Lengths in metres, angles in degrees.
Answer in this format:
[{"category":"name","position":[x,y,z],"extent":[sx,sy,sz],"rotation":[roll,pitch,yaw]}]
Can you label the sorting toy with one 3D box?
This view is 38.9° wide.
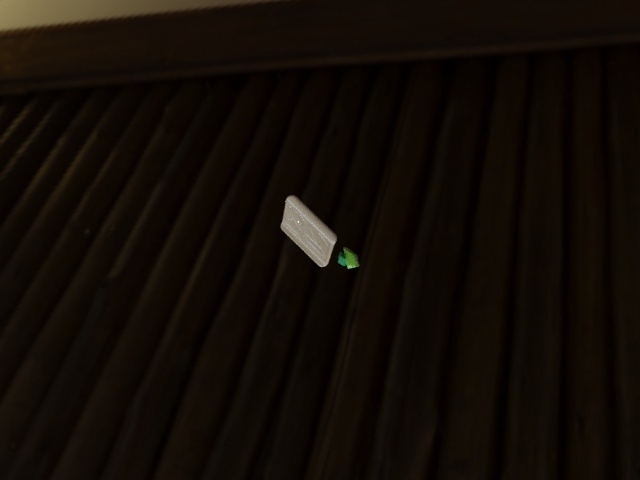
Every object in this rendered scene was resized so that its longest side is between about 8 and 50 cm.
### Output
[{"category":"sorting toy","position":[0.000,0.000,0.787],"extent":[0.083,0.062,0.012],"rotation":[44,-113,10]}]
